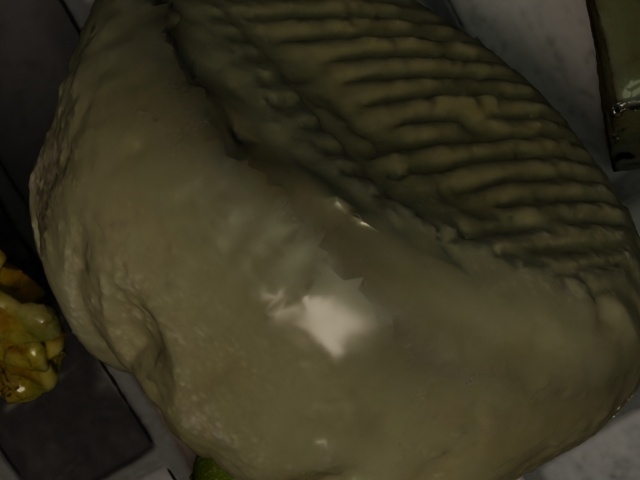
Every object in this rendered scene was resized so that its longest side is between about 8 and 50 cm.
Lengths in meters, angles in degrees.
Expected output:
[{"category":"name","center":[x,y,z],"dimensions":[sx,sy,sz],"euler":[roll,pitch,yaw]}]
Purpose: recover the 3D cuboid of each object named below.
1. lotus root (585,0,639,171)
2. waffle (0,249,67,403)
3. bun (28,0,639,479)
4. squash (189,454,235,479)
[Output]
[{"category":"lotus root","center":[0.201,-0.125,0.902],"dimensions":[0.070,0.143,0.144],"euler":[-9,83,8]},{"category":"waffle","center":[-0.242,0.006,0.843],"dimensions":[0.243,0.238,0.058],"euler":[40,73,-12]},{"category":"bun","center":[0.000,0.000,0.825],"dimensions":[0.360,0.359,0.211],"euler":[29,121,-7]},{"category":"squash","center":[0.008,0.137,0.945],"dimensions":[0.188,0.095,0.095],"euler":[-18,99,2]}]
